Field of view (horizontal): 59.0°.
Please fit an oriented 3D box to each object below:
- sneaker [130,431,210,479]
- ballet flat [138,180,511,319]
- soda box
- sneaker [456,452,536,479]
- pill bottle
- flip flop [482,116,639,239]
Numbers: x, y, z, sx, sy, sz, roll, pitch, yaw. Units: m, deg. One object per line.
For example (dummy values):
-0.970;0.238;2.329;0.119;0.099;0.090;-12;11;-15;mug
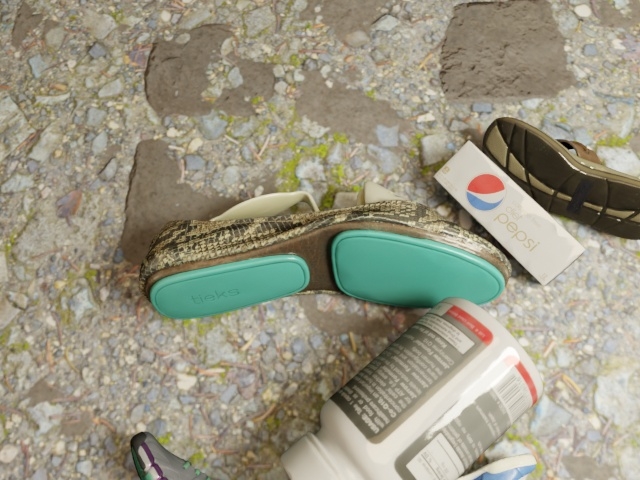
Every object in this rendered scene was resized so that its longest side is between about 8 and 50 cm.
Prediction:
-0.142;0.316;0.689;0.098;0.083;0.223;-29;73;-31;sneaker
0.000;0.000;0.768;0.484;0.164;0.181;-4;48;3;ballet flat
0.261;-0.038;0.792;0.074;0.069;0.216;-46;70;14;soda box
0.197;0.316;0.668;0.152;0.058;0.084;-22;63;-2;sneaker
0.103;0.211;0.661;0.283;0.161;0.161;-38;71;-12;pill bottle
0.364;-0.095;0.812;0.277;0.112;0.080;26;46;15;flip flop
